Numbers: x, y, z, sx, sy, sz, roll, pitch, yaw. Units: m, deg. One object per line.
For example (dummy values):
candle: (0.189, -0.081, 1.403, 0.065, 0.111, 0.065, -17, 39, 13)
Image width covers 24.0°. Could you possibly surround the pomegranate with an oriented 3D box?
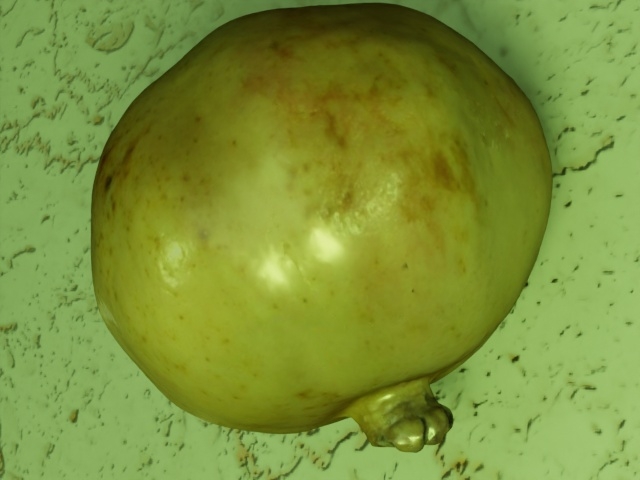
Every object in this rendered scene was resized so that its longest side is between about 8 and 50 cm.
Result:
pomegranate: (0.000, 0.000, 1.287, 0.411, 0.411, 0.411, -12, 70, 38)
